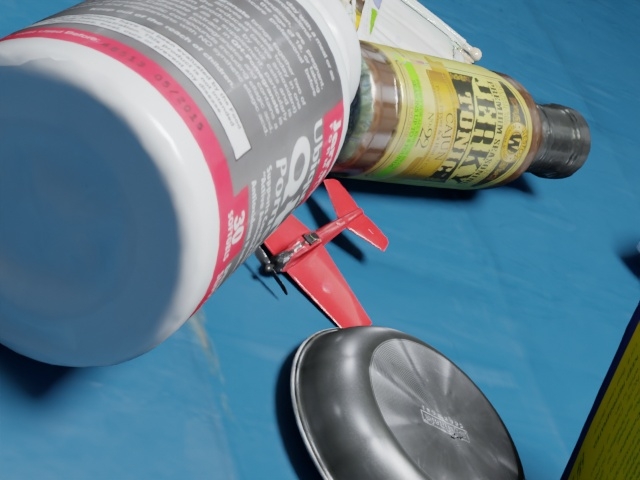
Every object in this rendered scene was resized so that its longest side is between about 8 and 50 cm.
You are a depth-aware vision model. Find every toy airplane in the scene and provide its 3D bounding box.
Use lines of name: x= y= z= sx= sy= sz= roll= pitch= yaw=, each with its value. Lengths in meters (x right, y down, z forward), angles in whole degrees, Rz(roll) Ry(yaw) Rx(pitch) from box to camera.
toy airplane: x=0.000 y=0.000 z=0.938 sx=0.151 sy=0.028 sz=0.151 roll=30 pitch=34 yaw=-24

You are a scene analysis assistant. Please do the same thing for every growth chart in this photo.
growth chart: x=0.078 y=-0.192 z=1.270 sx=0.172 sy=0.021 sz=0.237 roll=38 pitch=31 yaw=-8

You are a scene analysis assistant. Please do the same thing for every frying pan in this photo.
frying pan: x=0.053 y=0.159 z=0.788 sx=0.197 sy=0.053 sz=0.326 roll=40 pitch=27 yaw=-10

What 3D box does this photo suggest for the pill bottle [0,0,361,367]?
pill bottle: x=-0.086 y=-0.070 z=0.780 sx=0.176 sy=0.176 sz=0.318 roll=43 pitch=31 yaw=-1

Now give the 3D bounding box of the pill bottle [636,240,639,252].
pill bottle: x=0.391 y=0.051 z=1.252 sx=0.108 sy=0.108 sz=0.180 roll=-12 pitch=60 yaw=-54

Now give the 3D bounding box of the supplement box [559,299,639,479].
supplement box: x=0.245 y=0.224 z=0.733 sx=0.195 sy=0.194 sz=0.356 roll=16 pitch=34 yaw=2

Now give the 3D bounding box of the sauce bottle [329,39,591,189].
sauce bottle: x=0.112 y=-0.099 z=1.108 sx=0.344 sy=0.111 sz=0.111 roll=0 pitch=51 yaw=-47
